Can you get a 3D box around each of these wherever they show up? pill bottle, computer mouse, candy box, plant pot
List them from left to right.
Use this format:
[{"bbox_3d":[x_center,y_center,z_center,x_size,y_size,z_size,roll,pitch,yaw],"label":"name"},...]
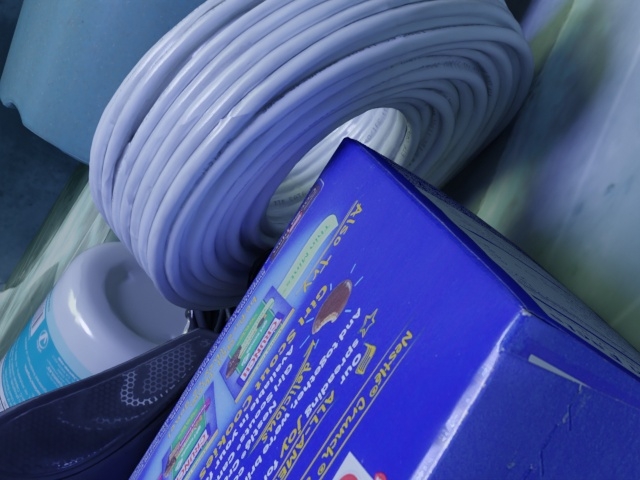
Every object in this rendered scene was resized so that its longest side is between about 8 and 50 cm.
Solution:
[{"bbox_3d":[-0.200,0.134,1.193,0.264,0.146,0.146,-50,19,33],"label":"pill bottle"},{"bbox_3d":[-0.095,0.113,0.808,0.272,0.072,0.188,-27,-27,-19],"label":"computer mouse"},{"bbox_3d":[-0.123,-0.238,1.341,0.341,0.341,0.334,-110,43,-70],"label":"plant pot"},{"bbox_3d":[0.013,0.120,0.609,0.268,0.122,0.317,-58,14,8],"label":"candy box"}]

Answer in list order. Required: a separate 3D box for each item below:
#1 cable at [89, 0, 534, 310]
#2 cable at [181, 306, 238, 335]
[{"bbox_3d":[-0.003,-0.062,0.806,0.257,0.089,0.257,-21,-26,-32],"label":"cable"},{"bbox_3d":[-0.076,0.038,1.056,0.184,0.047,0.150,-65,-23,-61],"label":"cable"}]
